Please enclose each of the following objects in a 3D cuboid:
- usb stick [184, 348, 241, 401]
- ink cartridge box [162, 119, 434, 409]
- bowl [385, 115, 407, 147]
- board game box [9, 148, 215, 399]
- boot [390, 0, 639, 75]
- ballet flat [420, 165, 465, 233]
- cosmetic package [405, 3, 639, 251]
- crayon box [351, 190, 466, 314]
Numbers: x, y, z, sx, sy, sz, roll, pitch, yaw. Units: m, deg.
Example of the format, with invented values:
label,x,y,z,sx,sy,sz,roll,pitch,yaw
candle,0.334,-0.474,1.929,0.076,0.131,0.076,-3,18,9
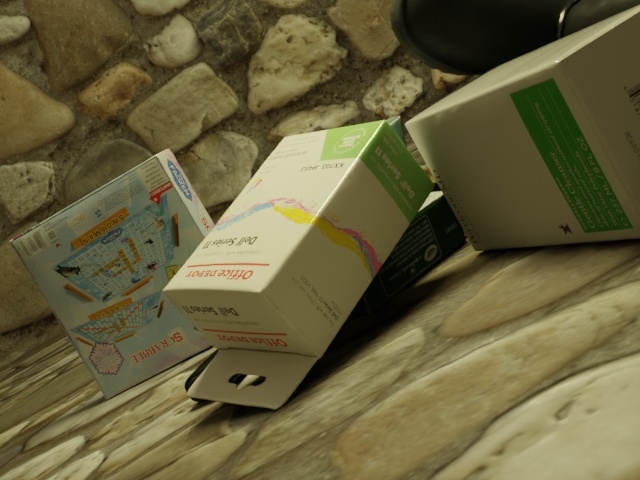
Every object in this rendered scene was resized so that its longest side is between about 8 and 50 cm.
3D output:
label,x,y,z,sx,sy,sz,roll,pitch,yaw
usb stick,-0.101,0.142,1.455,0.077,0.045,0.278,-34,5,28
ink cartridge box,-0.044,0.023,1.255,0.207,0.119,0.353,-4,44,49
bowl,0.054,-0.094,2.005,0.311,0.163,0.311,-29,8,4
board game box,-0.304,0.061,1.743,0.318,0.318,0.066,-27,7,19
boot,0.351,-0.268,1.238,0.367,0.146,0.445,7,1,-31
ballet flat,0.175,-0.049,1.523,0.342,0.116,0.124,-13,38,55
cosmetic package,0.262,-0.110,1.147,0.155,0.197,0.365,-33,6,-18
crayon box,0.018,0.016,1.477,0.203,0.083,0.323,-35,21,-33
